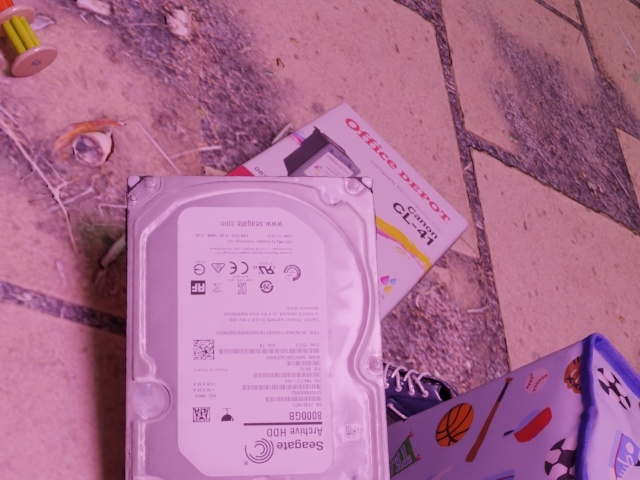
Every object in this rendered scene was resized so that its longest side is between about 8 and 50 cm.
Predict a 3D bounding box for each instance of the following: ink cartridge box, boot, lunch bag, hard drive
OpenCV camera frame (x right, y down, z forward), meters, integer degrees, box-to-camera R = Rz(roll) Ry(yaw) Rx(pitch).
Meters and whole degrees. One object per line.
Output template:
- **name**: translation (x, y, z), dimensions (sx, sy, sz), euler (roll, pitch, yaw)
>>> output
- **ink cartridge box**: translation (0.000, 0.000, 1.174), dimensions (0.226, 0.131, 0.306), euler (45, 39, 4)
- **boot**: translation (0.092, 0.164, 1.205), dimensions (0.190, 0.086, 0.069), euler (43, 40, -15)
- **lunch bag**: translation (0.264, 0.332, 1.068), dimensions (0.385, 0.328, 0.239), euler (42, 43, -22)
- **hard drive**: translation (-0.060, 0.107, 0.959), dimensions (0.236, 0.064, 0.339), euler (1, 76, -8)

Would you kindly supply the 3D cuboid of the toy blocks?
- **toy blocks**: translation (-0.350, -0.237, 1.061), dimensions (0.123, 0.054, 0.148), euler (-23, 80, -51)
